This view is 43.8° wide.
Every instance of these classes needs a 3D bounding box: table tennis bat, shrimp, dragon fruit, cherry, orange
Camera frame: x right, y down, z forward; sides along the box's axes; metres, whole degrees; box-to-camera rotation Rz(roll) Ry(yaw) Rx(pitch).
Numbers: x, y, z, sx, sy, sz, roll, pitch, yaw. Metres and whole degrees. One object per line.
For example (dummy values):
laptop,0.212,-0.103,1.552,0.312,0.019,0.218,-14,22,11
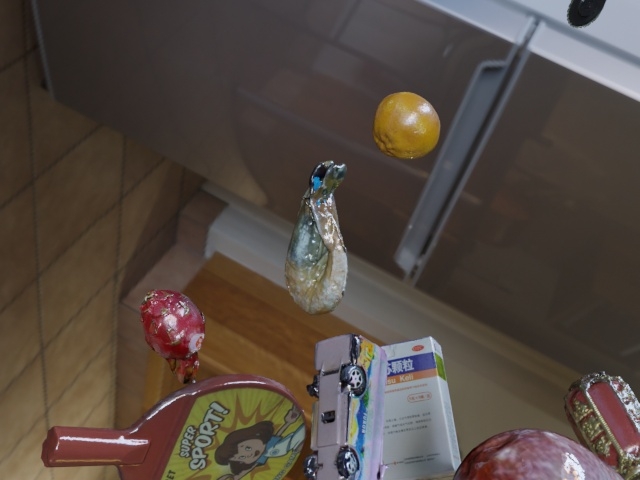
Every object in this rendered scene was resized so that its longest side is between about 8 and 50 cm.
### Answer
table tennis bat,-0.200,0.307,1.179,0.414,0.051,0.268,13,111,-36
shrimp,0.000,0.000,2.210,0.110,0.221,0.446,-11,113,-46
dragon fruit,-0.207,0.154,1.205,0.094,0.094,0.190,-53,133,-44
cherry,0.360,0.474,1.266,0.291,0.335,0.326,-20,-135,46
orange,0.184,-0.247,1.757,0.136,0.159,0.159,-43,164,-22

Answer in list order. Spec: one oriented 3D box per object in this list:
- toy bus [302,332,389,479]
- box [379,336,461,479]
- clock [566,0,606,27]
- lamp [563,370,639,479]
toy bus,0.051,0.336,1.439,0.112,0.138,0.317,-18,-123,40
box,0.188,0.384,1.778,0.106,0.200,0.299,41,39,-63
clock,0.397,-0.351,1.186,0.083,0.010,0.074,-15,135,-32
lamp,0.692,0.449,1.888,0.177,0.177,0.274,109,-29,-44
